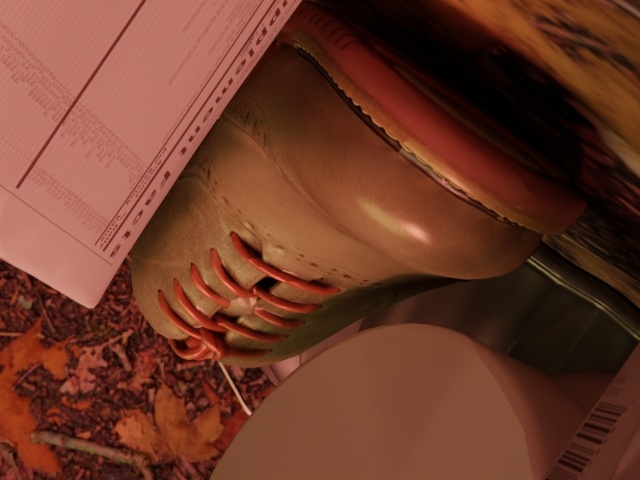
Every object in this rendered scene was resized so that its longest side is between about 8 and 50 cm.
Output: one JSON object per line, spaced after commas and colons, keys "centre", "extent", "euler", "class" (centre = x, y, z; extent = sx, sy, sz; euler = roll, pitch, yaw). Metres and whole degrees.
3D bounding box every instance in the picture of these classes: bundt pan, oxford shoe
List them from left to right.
{"centre": [0.000, 0.000, 0.731], "extent": [0.123, 0.130, 0.348], "euler": [37, 176, -6], "class": "oxford shoe"}
{"centre": [0.095, 0.087, 1.017], "extent": [0.331, 0.124, 0.331], "euler": [36, 175, 3], "class": "bundt pan"}

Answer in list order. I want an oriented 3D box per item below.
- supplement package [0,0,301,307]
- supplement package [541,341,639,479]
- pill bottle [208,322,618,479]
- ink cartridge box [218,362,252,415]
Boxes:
{"centre": [-0.100, -0.089, 0.479], "extent": [0.134, 0.139, 0.244], "euler": [33, 175, 13], "class": "supplement package"}
{"centre": [0.189, 0.143, 0.497], "extent": [0.293, 0.177, 0.175], "euler": [36, 176, 1], "class": "supplement package"}
{"centre": [0.133, 0.172, 0.756], "extent": [0.363, 0.210, 0.210], "euler": [29, -179, -37], "class": "pill bottle"}
{"centre": [-0.074, -0.022, 1.033], "extent": [0.235, 0.056, 0.171], "euler": [58, 176, 3], "class": "ink cartridge box"}
